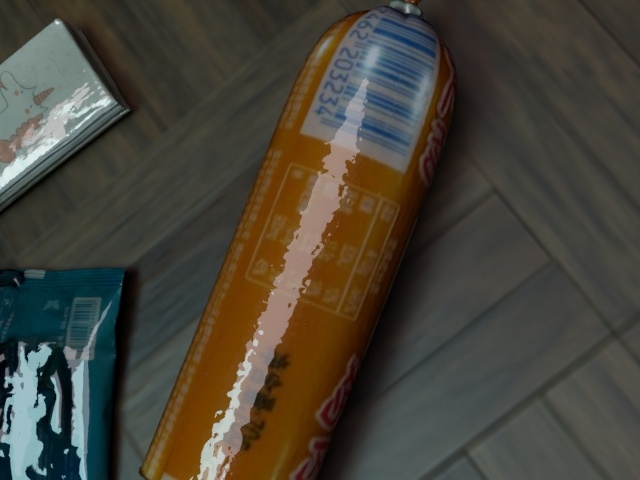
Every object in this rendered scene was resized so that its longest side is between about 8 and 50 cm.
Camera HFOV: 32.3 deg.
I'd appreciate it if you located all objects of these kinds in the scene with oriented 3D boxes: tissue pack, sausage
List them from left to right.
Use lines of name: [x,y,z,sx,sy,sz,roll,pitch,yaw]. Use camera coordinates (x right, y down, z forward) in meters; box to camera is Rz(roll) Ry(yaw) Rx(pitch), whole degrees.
tissue pack: [-0.149,-0.053,0.532,0.108,0.023,0.056,-35,74,8]
tissue pack: [-0.133,0.081,0.507,0.085,0.028,0.138,0,85,15]
sausage: [0.000,0.000,0.459,0.071,0.071,0.234,21,88,17]
